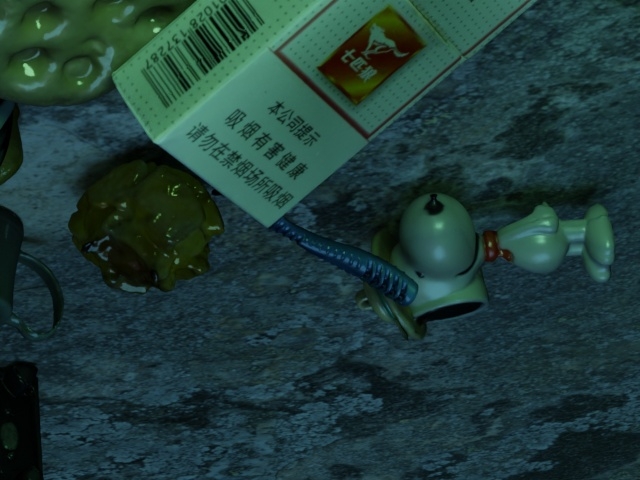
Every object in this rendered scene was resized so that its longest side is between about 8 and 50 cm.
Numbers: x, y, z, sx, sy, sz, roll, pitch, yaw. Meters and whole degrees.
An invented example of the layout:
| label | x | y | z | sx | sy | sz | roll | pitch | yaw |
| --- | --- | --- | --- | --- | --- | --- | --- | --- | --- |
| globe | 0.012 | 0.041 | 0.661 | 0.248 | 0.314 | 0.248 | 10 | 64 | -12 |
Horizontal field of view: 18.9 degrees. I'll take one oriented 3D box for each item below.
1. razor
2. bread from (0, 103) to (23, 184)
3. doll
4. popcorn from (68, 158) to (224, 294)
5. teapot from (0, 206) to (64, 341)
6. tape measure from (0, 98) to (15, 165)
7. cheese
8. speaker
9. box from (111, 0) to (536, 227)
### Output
| label | x | y | z | sx | sy | sz | roll | pitch | yaw |
| --- | --- | --- | --- | --- | --- | --- | --- | --- | --- |
| razor | 0.000 | 0.000 | 2.107 | 0.253 | 0.042 | 0.082 | 32 | 141 | -17 |
| bread | -0.350 | -0.093 | 1.871 | 0.125 | 0.086 | 0.156 | -7 | 161 | -25 |
| doll | 0.193 | 0.033 | 2.221 | 0.271 | 0.144 | 0.208 | 6 | 143 | -16 |
| popcorn | -0.182 | -0.014 | 2.032 | 0.167 | 0.152 | 0.148 | -28 | 117 | 37 |
| teapot | -0.393 | 0.056 | 2.100 | 0.239 | 0.149 | 0.162 | 9 | 149 | -31 |
| tape measure | -0.347 | -0.121 | 1.686 | 0.107 | 0.181 | 0.182 | -11 | 178 | -37 |
| cheese | -0.205 | -0.215 | 1.565 | 0.235 | 0.117 | 0.218 | -26 | 150 | -13 |
| speaker | -0.509 | 0.275 | 2.501 | 0.232 | 0.184 | 0.254 | 9 | 147 | -32 |
| box | 0.012 | -0.177 | 1.627 | 0.330 | 0.095 | 0.210 | -41 | 148 | 7 |
